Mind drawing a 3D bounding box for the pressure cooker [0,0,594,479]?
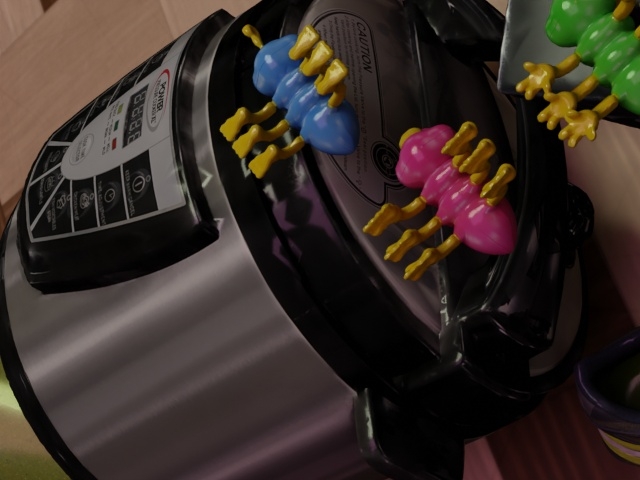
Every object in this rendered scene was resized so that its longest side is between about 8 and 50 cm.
[{"bbox_3d":[0.004,0.001,0.960,0.420,0.375,0.369,-30,89,34],"label":"pressure cooker"}]

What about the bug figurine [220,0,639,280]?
[{"bbox_3d":[0.078,-0.109,0.688,0.279,0.072,0.216,-44,68,25],"label":"bug figurine"}]

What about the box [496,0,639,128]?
[{"bbox_3d":[0.336,-0.140,0.725,0.343,0.313,0.178,10,95,40],"label":"box"}]

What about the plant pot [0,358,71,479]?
[{"bbox_3d":[-0.248,0.190,1.241,0.294,0.275,0.274,19,100,22],"label":"plant pot"}]

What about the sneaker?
[{"bbox_3d":[0.308,0.074,0.838,0.300,0.121,0.111,-28,61,23],"label":"sneaker"}]
